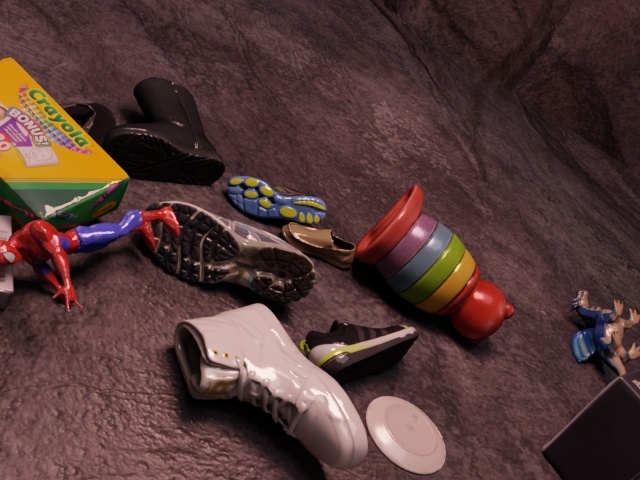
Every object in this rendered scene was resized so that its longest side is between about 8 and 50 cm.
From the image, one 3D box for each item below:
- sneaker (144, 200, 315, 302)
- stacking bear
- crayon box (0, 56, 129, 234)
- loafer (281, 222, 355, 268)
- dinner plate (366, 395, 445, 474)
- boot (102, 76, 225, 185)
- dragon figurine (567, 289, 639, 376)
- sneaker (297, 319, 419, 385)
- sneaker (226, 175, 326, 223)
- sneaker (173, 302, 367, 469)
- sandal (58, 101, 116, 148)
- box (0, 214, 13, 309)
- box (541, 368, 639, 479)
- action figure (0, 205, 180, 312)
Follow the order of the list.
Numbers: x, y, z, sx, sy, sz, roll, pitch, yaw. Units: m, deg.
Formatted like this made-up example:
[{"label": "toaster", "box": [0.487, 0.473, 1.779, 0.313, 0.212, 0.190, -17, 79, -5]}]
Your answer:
[{"label": "sneaker", "box": [-0.149, 0.016, 1.282, 0.283, 0.110, 0.122, 24, 9, -11]}, {"label": "stacking bear", "box": [0.221, 0.066, 1.486, 0.289, 0.175, 0.164, 41, 19, -5]}, {"label": "crayon box", "box": [-0.435, -0.130, 1.169, 0.278, 0.081, 0.165, 44, 42, 9]}, {"label": "loafer", "box": [0.000, 0.000, 1.466, 0.148, 0.050, 0.056, 23, 32, -17]}, {"label": "dinner plate", "box": [0.133, 0.289, 1.220, 0.141, 0.017, 0.141, 25, 31, -16]}, {"label": "boot", "box": [-0.298, -0.205, 1.426, 0.246, 0.094, 0.207, 9, 42, -46]}, {"label": "dragon figurine", "box": [0.582, 0.218, 1.673, 0.085, 0.144, 0.289, 26, 51, -16]}, {"label": "sneaker", "box": [0.062, 0.155, 1.274, 0.234, 0.084, 0.097, -7, 48, -48]}, {"label": "sneaker", "box": [-0.084, -0.070, 1.486, 0.188, 0.067, 0.078, 14, 2, -15]}, {"label": "sneaker", "box": [-0.082, 0.203, 1.063, 0.169, 0.108, 0.292, -5, 38, -45]}, {"label": "sandal", "box": [-0.420, -0.183, 1.323, 0.097, 0.054, 0.254, 38, 31, 7]}, {"label": "box", "box": [-0.484, 0.011, 1.007, 0.186, 0.038, 0.145, 13, 37, -33]}, {"label": "box", "box": [0.621, 0.412, 1.316, 0.293, 0.212, 0.395, -4, 46, -45]}, {"label": "action figure", "box": [-0.305, 0.032, 1.079, 0.280, 0.091, 0.139, -7, 74, -52]}]
